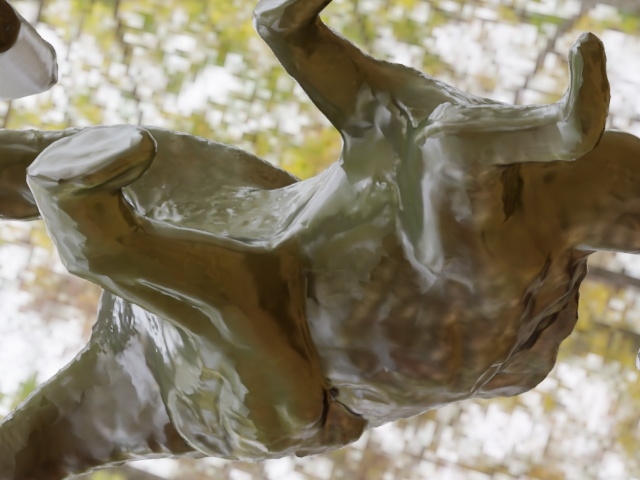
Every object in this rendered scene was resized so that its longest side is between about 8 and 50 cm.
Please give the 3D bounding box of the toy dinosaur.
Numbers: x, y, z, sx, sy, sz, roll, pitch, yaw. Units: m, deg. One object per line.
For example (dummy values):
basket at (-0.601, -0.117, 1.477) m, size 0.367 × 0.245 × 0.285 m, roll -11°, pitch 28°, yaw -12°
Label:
toy dinosaur at (0.000, 0.006, 0.506) m, size 0.162 × 0.294 × 0.077 m, roll 55°, pitch -139°, yaw -40°

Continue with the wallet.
wallet at (-0.230, -0.103, 1.117) m, size 0.250 × 0.149 × 0.044 m, roll -173°, pitch 78°, yaw -86°
